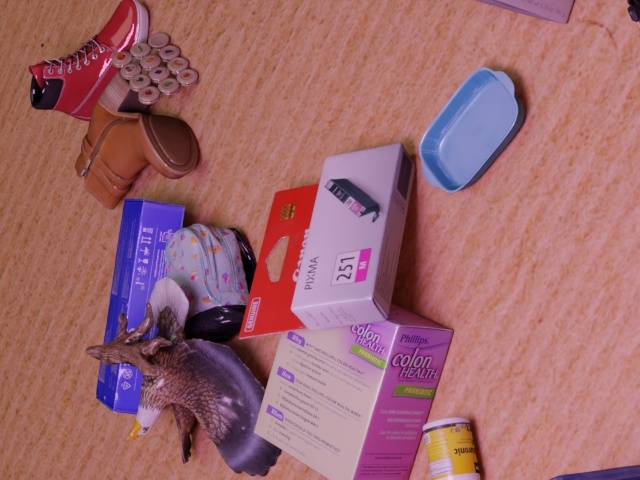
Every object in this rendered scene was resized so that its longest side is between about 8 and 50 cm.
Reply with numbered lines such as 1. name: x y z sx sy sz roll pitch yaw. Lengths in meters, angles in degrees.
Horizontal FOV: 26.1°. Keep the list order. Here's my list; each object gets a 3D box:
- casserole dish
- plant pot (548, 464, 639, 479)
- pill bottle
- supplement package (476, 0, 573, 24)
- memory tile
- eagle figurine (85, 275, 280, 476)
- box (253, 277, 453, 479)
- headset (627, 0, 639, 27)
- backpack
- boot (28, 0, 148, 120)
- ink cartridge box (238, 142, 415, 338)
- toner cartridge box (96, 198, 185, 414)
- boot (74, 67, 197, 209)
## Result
1. casserole dish: 0.210 -0.148 1.888 0.188 0.037 0.114 -53 51 27
2. plant pot: 0.308 0.404 1.570 0.212 0.236 0.236 -41 58 41
3. pill bottle: 0.176 0.297 1.833 0.065 0.065 0.116 -24 68 41
4. supplement package: 0.252 -0.454 1.792 0.175 0.177 0.293 26 103 45
5. memory tile: -0.285 -0.297 2.377 0.148 0.113 0.012 51 159 36
6. eagle figurine: -0.214 0.227 2.123 0.225 0.298 0.226 -38 40 18
7. box: 0.043 0.201 1.947 0.213 0.117 0.243 23 101 45
8. headset: 0.504 -0.223 1.492 0.394 0.185 0.243 36 110 54
9. backpack: -0.174 0.062 2.190 0.152 0.115 0.182 -26 67 40
10. boot: -0.419 -0.332 2.459 0.088 0.176 0.244 42 112 43
11. ink cartridge box: 0.000 0.000 1.944 0.239 0.060 0.275 -9 50 27
12. toner cartridge box: -0.302 0.107 2.303 0.165 0.075 0.347 -172 91 -72
13. boot: -0.332 -0.138 2.391 0.283 0.109 0.220 50 122 33
